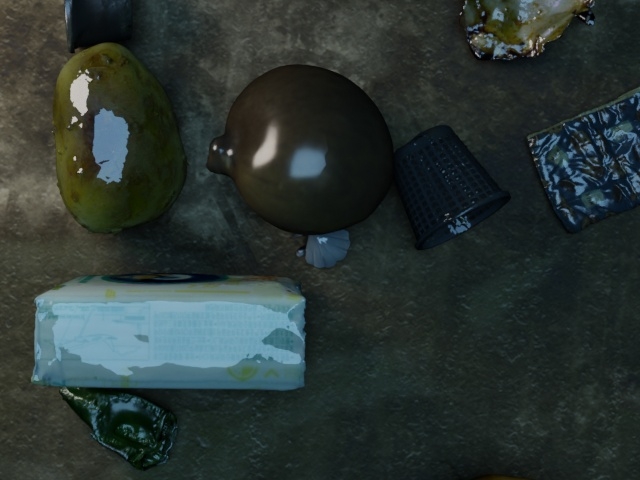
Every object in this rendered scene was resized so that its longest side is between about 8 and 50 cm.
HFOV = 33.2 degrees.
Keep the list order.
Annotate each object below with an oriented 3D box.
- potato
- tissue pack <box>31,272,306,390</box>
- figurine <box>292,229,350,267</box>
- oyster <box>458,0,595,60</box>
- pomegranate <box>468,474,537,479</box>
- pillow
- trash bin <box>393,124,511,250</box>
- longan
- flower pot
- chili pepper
[{"bbox_3d":[-0.326,-0.163,1.712,0.210,0.173,0.308,-11,91,-1],"label":"potato"},{"bbox_3d":[-0.217,0.136,1.648,0.388,0.287,0.162,1,94,-2],"label":"tissue pack"},{"bbox_3d":[0.000,0.000,1.775,0.094,0.082,0.086,-36,106,7],"label":"figurine"},{"bbox_3d":[0.322,-0.480,1.795,0.221,0.096,0.361,-10,88,2],"label":"oyster"},{"bbox_3d":[0.286,0.499,1.660,0.307,0.307,0.307,0,87,-3],"label":"pomegranate"},{"bbox_3d":[0.491,-0.139,1.818,0.255,0.034,0.189,-24,91,-5],"label":"pillow"},{"bbox_3d":[0.194,-0.092,1.746,0.175,0.175,0.161,-29,77,-3],"label":"trash bin"},{"bbox_3d":[-0.029,-0.142,1.678,0.300,0.300,0.243,6,125,-2],"label":"longan"},{"bbox_3d":[-0.359,-0.385,1.739,0.106,0.157,0.158,-6,88,-15],"label":"flower pot"},{"bbox_3d":[-0.329,0.285,1.749,0.216,0.062,0.108,34,80,0],"label":"chili pepper"}]
